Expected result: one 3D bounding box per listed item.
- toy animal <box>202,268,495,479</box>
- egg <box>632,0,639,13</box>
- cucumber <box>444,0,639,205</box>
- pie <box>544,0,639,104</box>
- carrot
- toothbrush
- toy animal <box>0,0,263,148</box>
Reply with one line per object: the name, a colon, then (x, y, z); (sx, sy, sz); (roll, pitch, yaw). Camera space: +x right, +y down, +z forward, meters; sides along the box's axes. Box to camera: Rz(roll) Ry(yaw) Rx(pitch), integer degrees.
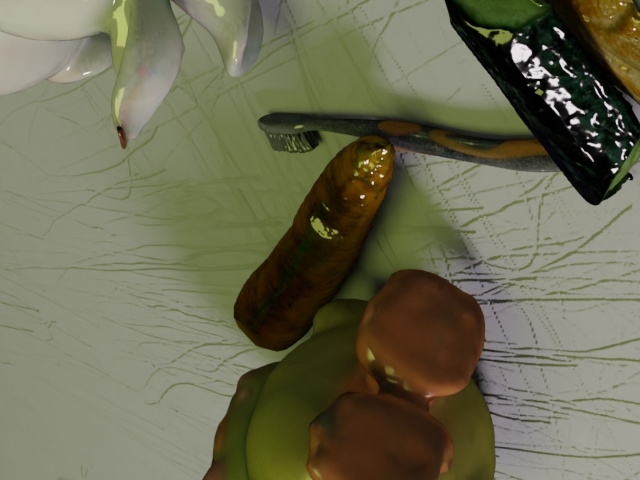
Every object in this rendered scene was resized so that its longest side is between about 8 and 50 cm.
toy animal: (0.029, 0.166, 1.291); (0.191, 0.216, 0.338); (27, 152, -12)
egg: (0.226, -0.151, 0.783); (0.181, 0.141, 0.141); (-19, 109, 32)
cucumber: (0.140, -0.081, 0.964); (0.070, 0.046, 0.220); (25, 166, 50)
pie: (0.191, -0.114, 0.924); (0.282, 0.068, 0.128); (44, 162, 13)
carrot: (0.000, 0.000, 1.267); (0.066, 0.066, 0.314); (46, 149, 8)
toothbrush: (0.065, -0.068, 1.167); (0.321, 0.023, 0.031); (7, 134, 48)
toy animal: (-0.203, -0.195, 1.234); (0.310, 0.183, 0.247); (-9, 120, 48)
